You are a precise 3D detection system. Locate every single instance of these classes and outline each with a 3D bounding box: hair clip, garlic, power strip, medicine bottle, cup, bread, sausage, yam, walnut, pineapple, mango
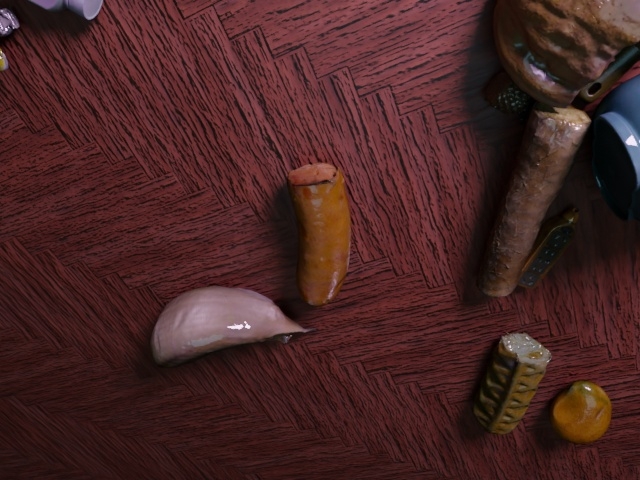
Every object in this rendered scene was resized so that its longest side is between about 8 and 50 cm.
[{"bbox_3d":[-0.535,-0.306,0.674,0.172,0.049,0.116,-13,107,24],"label":"hair clip"},{"bbox_3d":[-0.193,0.172,0.904,0.338,0.151,0.196,-16,147,8],"label":"garlic"},{"bbox_3d":[0.399,0.015,0.775,0.049,0.028,0.178,19,122,-4],"label":"power strip"},{"bbox_3d":[-0.371,-0.361,0.608,0.117,0.055,0.074,26,121,-9],"label":"medicine bottle"},{"bbox_3d":[0.517,-0.129,0.575,0.257,0.219,0.289,-24,150,19],"label":"cup"},{"bbox_3d":[0.394,0.313,0.931,0.098,0.087,0.270,4,124,0],"label":"bread"},{"bbox_3d":[0.001,-0.001,0.772,0.108,0.109,0.271,3,122,5],"label":"sausage"},{"bbox_3d":[0.321,-0.042,0.696,0.081,0.081,0.357,3,132,5],"label":"yam"},{"bbox_3d":[0.326,-0.285,0.504,0.238,0.141,0.204,-28,96,14],"label":"walnut"},{"bbox_3d":[0.302,-0.198,0.645,0.124,0.058,0.058,24,123,-23],"label":"pineapple"},{"bbox_3d":[0.568,0.371,0.951,0.115,0.089,0.165,20,120,5],"label":"mango"}]

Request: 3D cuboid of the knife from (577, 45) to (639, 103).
[{"bbox_3d":[0.467,-0.322,0.549,0.061,0.027,0.343,41,121,-2],"label":"knife"}]
